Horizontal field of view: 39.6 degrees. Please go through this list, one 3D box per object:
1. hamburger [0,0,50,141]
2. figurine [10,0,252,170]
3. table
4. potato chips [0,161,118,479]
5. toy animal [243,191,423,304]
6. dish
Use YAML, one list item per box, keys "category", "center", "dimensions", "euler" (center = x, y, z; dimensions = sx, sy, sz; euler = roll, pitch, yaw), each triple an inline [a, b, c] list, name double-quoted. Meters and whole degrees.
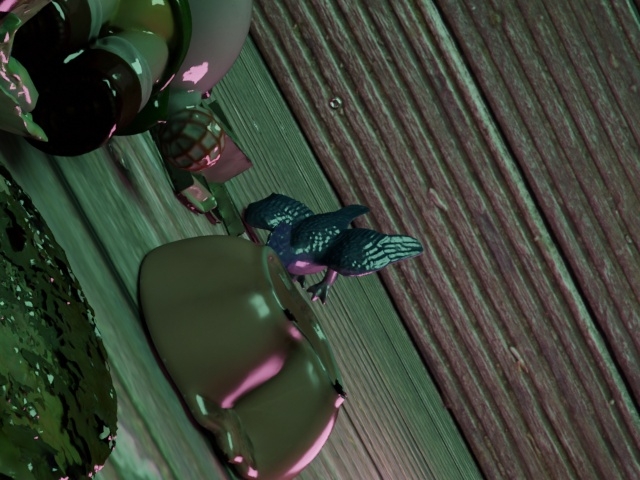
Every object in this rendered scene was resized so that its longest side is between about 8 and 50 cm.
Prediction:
- category: "hamburger"
  center: [-0.141, -0.198, 0.345]
  dimensions: [0.261, 0.150, 0.276]
  euler: [57, -34, 32]
- category: "figurine"
  center: [-0.146, -0.174, 0.664]
  dimensions: [0.281, 0.167, 0.370]
  euler: [57, 17, -20]
- category: "table"
  center: [-0.128, -0.106, 0.957]
  dimensions: [0.175, 0.062, 0.146]
  euler: [62, 6, 24]
- category: "potato chips"
  center: [-0.148, 0.026, 0.399]
  dimensions: [0.220, 0.029, 0.202]
  euler: [-105, 169, -71]
- category: "toy animal"
  center: [0.000, 0.000, 1.133]
  dimensions: [0.255, 0.239, 0.176]
  euler: [-54, 159, -38]
- category: "dish"
  center: [-0.047, 0.080, 0.692]
  dimensions: [0.213, 0.090, 0.213]
  euler: [62, 6, -11]
